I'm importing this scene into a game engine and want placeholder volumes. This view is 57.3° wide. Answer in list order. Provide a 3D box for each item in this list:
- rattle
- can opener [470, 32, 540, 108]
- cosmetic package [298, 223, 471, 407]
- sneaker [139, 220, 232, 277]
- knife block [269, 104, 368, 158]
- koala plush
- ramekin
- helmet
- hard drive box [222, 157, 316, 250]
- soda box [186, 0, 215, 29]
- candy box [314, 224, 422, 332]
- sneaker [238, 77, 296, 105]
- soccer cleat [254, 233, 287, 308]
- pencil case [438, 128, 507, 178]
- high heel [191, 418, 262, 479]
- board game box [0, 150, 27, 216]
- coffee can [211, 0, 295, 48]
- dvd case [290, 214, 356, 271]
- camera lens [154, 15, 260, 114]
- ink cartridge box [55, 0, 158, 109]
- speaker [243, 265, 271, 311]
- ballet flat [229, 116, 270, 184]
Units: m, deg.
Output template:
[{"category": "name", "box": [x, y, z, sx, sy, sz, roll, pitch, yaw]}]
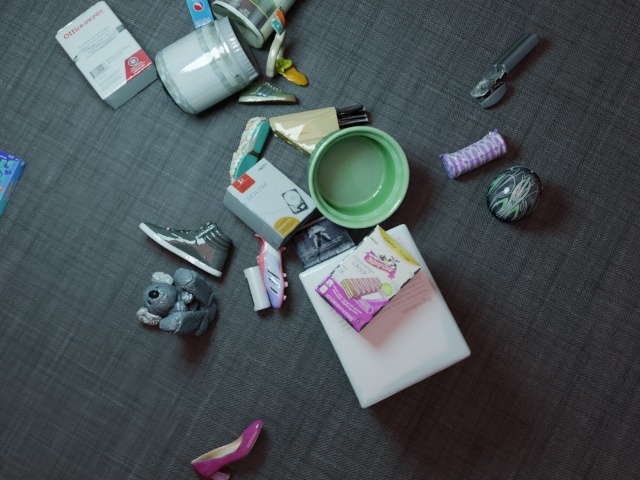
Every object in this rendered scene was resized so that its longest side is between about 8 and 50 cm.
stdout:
[{"category": "rattle", "box": [-0.097, -0.605, 1.856, 0.143, 0.130, 0.199, 29, 121, 14]}, {"category": "can opener", "box": [0.606, -0.549, 1.908, 0.283, 0.076, 0.095, -44, 117, -4]}, {"category": "cosmetic package", "box": [0.170, 0.212, 1.684, 0.328, 0.329, 0.393, -26, 83, -3]}, {"category": "sneaker", "box": [-0.410, -0.016, 1.838, 0.296, 0.104, 0.146, 29, 83, -2]}, {"category": "knife block", "box": [0.009, -0.380, 1.877, 0.276, 0.088, 0.242, 35, 84, 5]}, {"category": "koala plush", "box": [-0.452, 0.191, 1.793, 0.221, 0.203, 0.196, 7, 74, 23]}, {"category": "ramekin", "box": [0.102, -0.200, 1.778, 0.304, 0.148, 0.303, -3, 107, -10]}, {"category": "helmet", "box": [0.595, -0.139, 1.802, 0.170, 0.161, 0.169, 0, 83, 1]}, {"category": "hard drive box", "box": [-0.155, -0.113, 1.813, 0.232, 0.089, 0.181, 40, 57, 5]}, {"category": "soda box", "box": [-0.406, -0.790, 1.939, 0.067, 0.071, 0.210, -18, 84, -1]}, {"category": "candy box", "box": [0.121, 0.098, 1.497, 0.159, 0.071, 0.233, 44, 85, 6]}, {"category": "sneaker", "box": [-0.173, -0.488, 1.902, 0.192, 0.064, 0.086, 0, 88, 4]}, {"category": "soccer cleat", "box": [-0.157, 0.090, 1.824, 0.095, 0.083, 0.247, 1, 78, -13]}, {"category": "pencil case", "box": [0.487, -0.274, 1.856, 0.206, 0.086, 0.088, -27, 96, -2]}, {"category": "high heel", "box": [-0.280, 0.619, 1.770, 0.117, 0.082, 0.244, 36, 98, -5]}, {"category": "board game box", "box": [-1.073, -0.193, 1.892, 0.160, 0.047, 0.210, 22, 85, 3]}, {"category": "coffee can", "box": [-0.187, -0.788, 1.870, 0.202, 0.201, 0.275, 35, 85, 5]}, {"category": "dvd case", "box": [0.000, 0.000, 1.791, 0.165, 0.221, 0.018, -26, 127, -2]}, {"category": "camera lens", "box": [-0.354, -0.537, 1.817, 0.274, 0.219, 0.219, -27, 84, 8]}, {"category": "ink cartridge box", "box": [-0.685, -0.599, 1.899, 0.197, 0.114, 0.273, -38, 85, -2]}, {"category": "speaker", "box": [-0.197, 0.150, 1.834, 0.055, 0.055, 0.136, -16, 84, -1]}, {"category": "ballet flat", "box": [-0.235, -0.286, 1.880, 0.077, 0.091, 0.240, 24, 88, 37]}]
